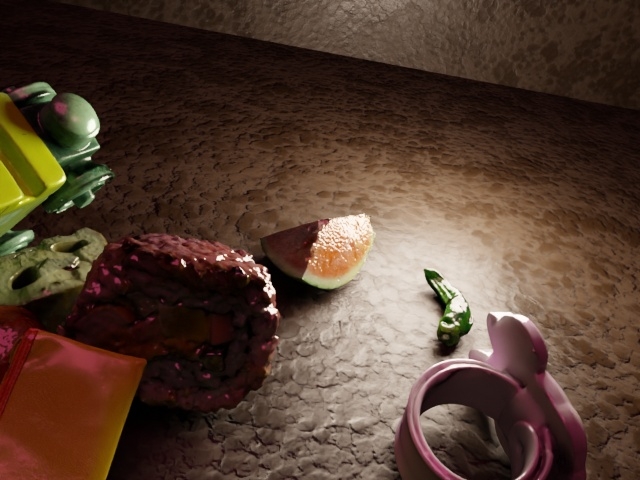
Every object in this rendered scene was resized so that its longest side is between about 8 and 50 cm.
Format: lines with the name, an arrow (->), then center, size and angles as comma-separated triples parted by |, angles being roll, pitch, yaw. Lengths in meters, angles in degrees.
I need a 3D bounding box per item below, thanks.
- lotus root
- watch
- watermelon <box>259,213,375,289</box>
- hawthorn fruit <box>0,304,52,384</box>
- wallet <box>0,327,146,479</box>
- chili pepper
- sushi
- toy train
lotus root -> -0.410, 0.079, 0.805 | 0.138, 0.118, 0.235 | 35, 39, 30
watch -> 0.206, 0.232, 0.737 | 0.218, 0.210, 0.248 | -9, 48, -15
watermelon -> -0.011, 0.016, 1.056 | 0.146, 0.128, 0.231 | 4, 9, 39
hawthorn fruit -> -0.410, 0.160, 0.655 | 0.194, 0.156, 0.157 | -7, 39, -24
wallet -> -0.290, 0.223, 0.584 | 0.141, 0.067, 0.241 | 22, 62, -16
chili pepper -> 0.236, 0.117, 1.019 | 0.073, 0.050, 0.182 | 2, 33, -3
sushi -> -0.195, 0.107, 0.744 | 0.270, 0.236, 0.171 | 12, 15, -15
toy train -> -0.485, -0.049, 0.747 | 0.179, 0.442, 0.272 | 58, 33, -9
